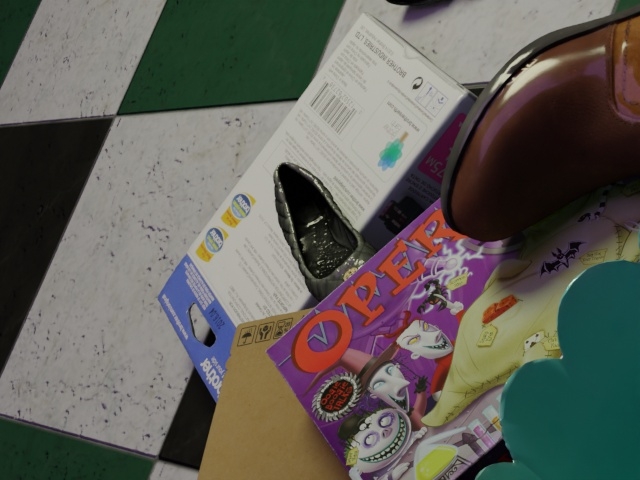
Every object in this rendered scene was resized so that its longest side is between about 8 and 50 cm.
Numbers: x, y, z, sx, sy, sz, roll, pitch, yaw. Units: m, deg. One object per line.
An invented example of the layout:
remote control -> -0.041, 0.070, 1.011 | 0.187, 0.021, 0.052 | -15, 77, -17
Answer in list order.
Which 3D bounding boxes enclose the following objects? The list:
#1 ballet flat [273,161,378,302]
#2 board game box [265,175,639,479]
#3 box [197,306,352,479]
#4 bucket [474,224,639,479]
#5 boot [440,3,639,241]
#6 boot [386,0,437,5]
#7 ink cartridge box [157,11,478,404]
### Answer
ballet flat -> 0.000, 0.000, 1.093 | 0.057, 0.049, 0.173 | -35, 37, -2
board game box -> 0.141, 0.020, 0.935 | 0.347, 0.056, 0.208 | -42, 33, 1
box -> 0.000, 0.117, 1.044 | 0.201, 0.021, 0.164 | -14, 50, 39
bucket -> 0.217, 0.092, 0.581 | 0.281, 0.183, 0.281 | -40, 19, 17
boot -> 0.228, -0.031, 0.827 | 0.264, 0.096, 0.280 | -35, 44, -2
boot -> 0.070, -0.279, 1.311 | 0.246, 0.083, 0.161 | -12, 61, 49
ink cartridge box -> -0.002, -0.020, 1.211 | 0.311, 0.065, 0.186 | -51, 36, 8
